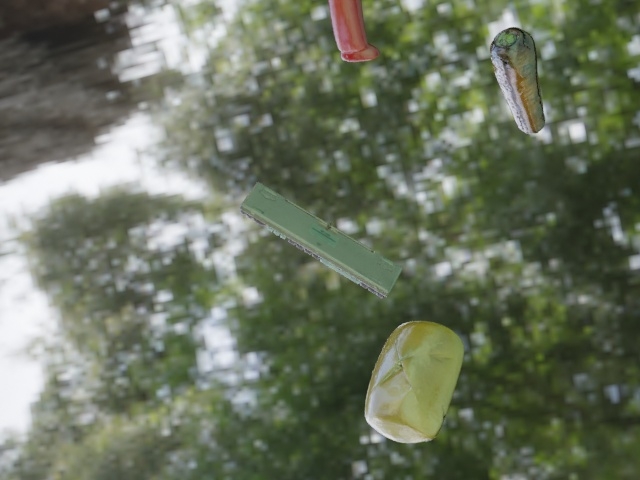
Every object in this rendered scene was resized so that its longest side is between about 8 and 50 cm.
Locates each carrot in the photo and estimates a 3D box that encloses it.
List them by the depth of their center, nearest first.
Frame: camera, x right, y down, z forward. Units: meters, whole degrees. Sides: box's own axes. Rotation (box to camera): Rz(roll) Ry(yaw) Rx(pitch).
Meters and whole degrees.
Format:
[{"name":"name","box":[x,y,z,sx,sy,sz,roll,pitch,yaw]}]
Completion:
[{"name":"carrot","box":[0.239,-0.191,2.176,0.161,0.055,0.055,69,-152,-52]}]

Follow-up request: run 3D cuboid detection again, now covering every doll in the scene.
[{"name":"doll","box":[0.019,-0.401,2.139,0.384,0.099,0.188,68,-154,-46]}]

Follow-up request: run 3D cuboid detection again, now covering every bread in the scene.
[{"name":"bread","box":[0.083,0.127,1.669,0.056,0.082,0.115,41,-113,-54]}]

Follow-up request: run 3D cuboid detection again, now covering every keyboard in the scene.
[{"name":"keyboard","box":[0.000,0.000,1.748,0.166,0.017,0.055,31,-146,1]}]
